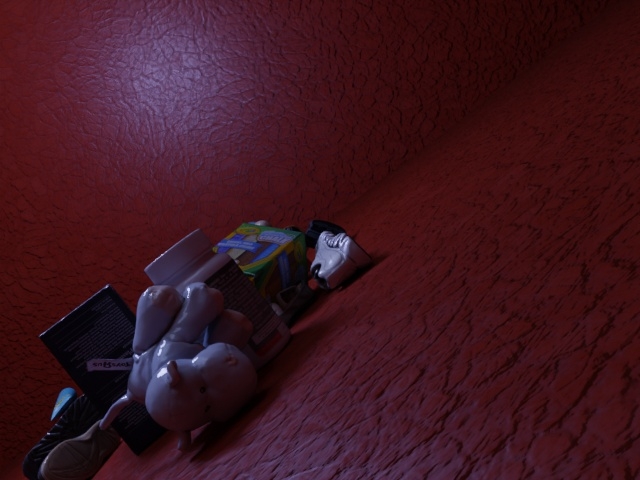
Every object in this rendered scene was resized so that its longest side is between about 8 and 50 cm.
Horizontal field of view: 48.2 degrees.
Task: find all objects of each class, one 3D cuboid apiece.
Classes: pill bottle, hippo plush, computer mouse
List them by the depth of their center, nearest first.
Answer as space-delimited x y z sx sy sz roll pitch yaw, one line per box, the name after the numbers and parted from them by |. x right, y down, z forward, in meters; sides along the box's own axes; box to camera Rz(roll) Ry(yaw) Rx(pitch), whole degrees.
-0.230 0.198 1.175 0.294 0.234 0.236 -12 9 -19 | hippo plush
-0.202 0.126 1.404 0.161 0.283 0.161 -37 5 3 | pill bottle
0.000 0.000 2.113 0.272 0.189 0.072 -45 -27 -75 | computer mouse

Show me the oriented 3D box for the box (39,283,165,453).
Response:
-0.451 0.283 1.605 0.179 0.312 0.343 -40 4 -18 | box

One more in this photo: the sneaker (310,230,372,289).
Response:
0.022 0.050 1.630 0.118 0.110 0.292 -48 5 -7 | sneaker

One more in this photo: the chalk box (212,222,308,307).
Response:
-0.142 0.077 1.706 0.179 0.180 0.289 10 31 27 | chalk box

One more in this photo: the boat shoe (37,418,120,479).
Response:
-0.561 0.504 1.646 0.092 0.103 0.285 -42 0 13 | boat shoe

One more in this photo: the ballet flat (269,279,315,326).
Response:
-0.087 0.156 1.581 0.072 0.068 0.213 -33 7 41 | ballet flat

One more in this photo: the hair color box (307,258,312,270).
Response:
-0.086 0.095 2.279 0.093 0.053 0.167 -40 6 -12 | hair color box

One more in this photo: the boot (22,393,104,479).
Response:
-0.628 0.496 2.074 0.367 0.146 0.445 -36 0 2 | boot

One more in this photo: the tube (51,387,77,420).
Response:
-0.728 0.463 2.039 0.080 0.052 0.207 -57 11 -11 | tube

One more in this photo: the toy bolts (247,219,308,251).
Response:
-0.119 0.008 2.094 0.158 0.228 0.218 -32 26 59 | toy bolts
